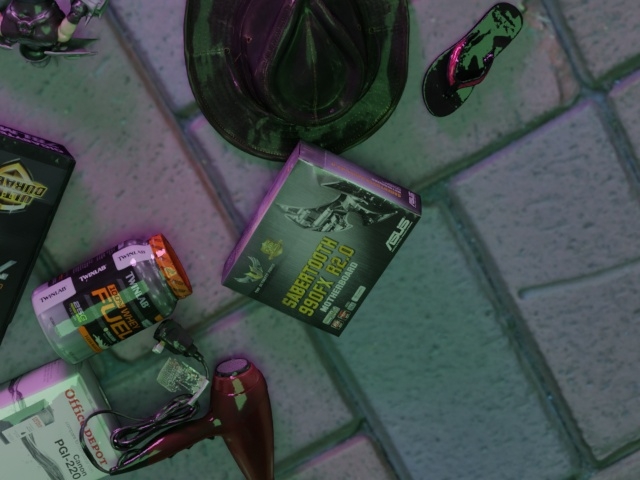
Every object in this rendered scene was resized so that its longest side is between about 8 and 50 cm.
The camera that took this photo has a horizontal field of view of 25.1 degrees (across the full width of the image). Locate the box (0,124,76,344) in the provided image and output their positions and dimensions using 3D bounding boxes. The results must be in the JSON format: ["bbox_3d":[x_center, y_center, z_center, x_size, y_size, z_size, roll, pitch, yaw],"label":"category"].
[{"bbox_3d":[-0.499,-0.022,1.815,0.295,0.073,0.293,18,101,-30],"label":"box"}]

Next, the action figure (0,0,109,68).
[{"bbox_3d":[-0.354,-0.324,1.750,0.185,0.099,0.285,1,133,2],"label":"action figure"}]

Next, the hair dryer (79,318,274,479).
[{"bbox_3d":[-0.169,0.251,1.961,0.293,0.080,0.223,35,92,-26],"label":"hair dryer"}]

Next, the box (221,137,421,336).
[{"bbox_3d":[0.000,0.000,1.900,0.183,0.056,0.231,25,121,-14],"label":"box"}]

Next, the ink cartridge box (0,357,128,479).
[{"bbox_3d":[-0.389,0.270,1.947,0.218,0.092,0.158,-25,108,-2],"label":"ink cartridge box"}]

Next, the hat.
[{"bbox_3d":[-0.024,-0.246,1.823,0.331,0.134,0.331,-2,107,-6],"label":"hat"}]

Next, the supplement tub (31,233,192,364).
[{"bbox_3d":[-0.273,0.073,1.891,0.190,0.117,0.117,-28,108,1],"label":"supplement tub"}]

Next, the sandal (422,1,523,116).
[{"bbox_3d":[0.200,-0.240,1.901,0.067,0.040,0.179,38,98,-16],"label":"sandal"}]
